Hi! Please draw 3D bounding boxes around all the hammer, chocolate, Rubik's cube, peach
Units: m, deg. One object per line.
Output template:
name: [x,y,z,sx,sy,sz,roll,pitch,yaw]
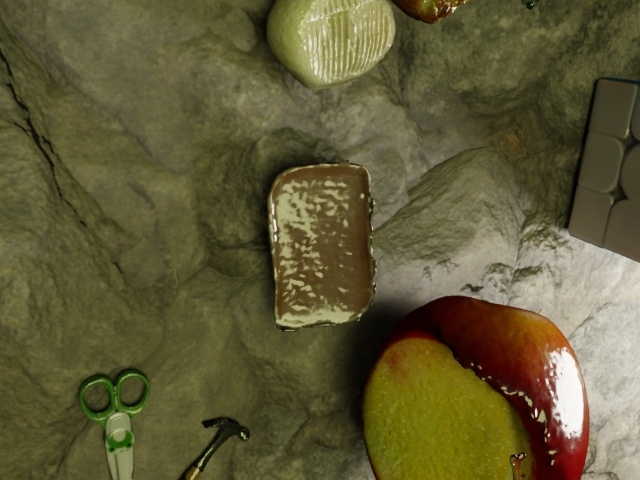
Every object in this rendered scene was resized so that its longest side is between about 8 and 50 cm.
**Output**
hammer: [-0.200,0.364,1.189,0.078,0.021,0.201,39,88,-29]
chocolate: [0.000,0.001,1.120,0.161,0.083,0.261,-1,108,-6]
Rubik's cube: [0.638,-0.105,1.249,0.292,0.290,0.291,0,107,-25]
peach: [0.251,0.265,1.185,0.310,0.335,0.405,-25,106,-51]

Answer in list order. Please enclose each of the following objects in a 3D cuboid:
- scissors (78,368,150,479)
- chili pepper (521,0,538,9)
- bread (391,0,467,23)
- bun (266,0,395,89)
scissors: [-0.302,0.291,1.115,0.101,0.027,0.204,-5,108,-21]
chili pepper: [0.215,-0.434,1.023,0.174,0.165,0.261,-49,120,-24]
bread: [0.105,-0.363,0.940,0.103,0.132,0.172,-42,129,11]
bun: [0.012,-0.288,1.018,0.188,0.111,0.164,-26,128,-23]
